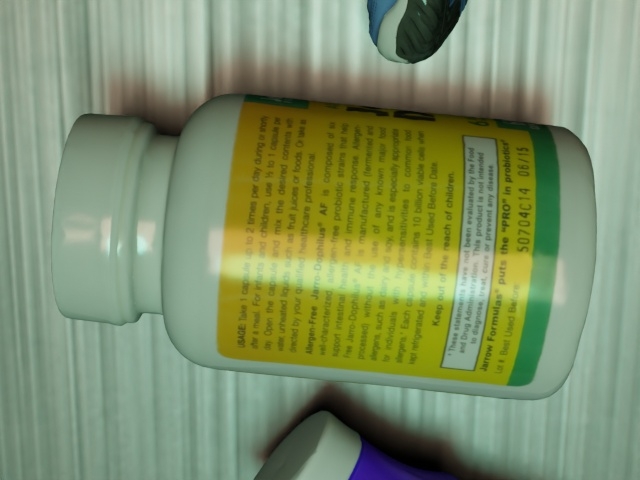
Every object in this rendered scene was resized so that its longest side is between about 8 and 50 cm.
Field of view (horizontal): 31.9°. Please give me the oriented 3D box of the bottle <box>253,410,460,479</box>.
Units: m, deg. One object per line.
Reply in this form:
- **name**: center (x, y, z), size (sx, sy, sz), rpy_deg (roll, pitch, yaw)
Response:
- **bottle**: center (0.089, 0.193, 0.536), size (0.283, 0.092, 0.118), rpy_deg (41, 104, -9)

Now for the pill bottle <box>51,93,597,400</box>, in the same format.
- **pill bottle**: center (0.000, 0.000, 0.473), size (0.208, 0.117, 0.118), rpy_deg (5, 106, 0)

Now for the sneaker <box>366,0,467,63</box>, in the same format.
- **sneaker**: center (0.025, -0.178, 0.452), size (0.081, 0.080, 0.211), rpy_deg (2, 103, 18)
